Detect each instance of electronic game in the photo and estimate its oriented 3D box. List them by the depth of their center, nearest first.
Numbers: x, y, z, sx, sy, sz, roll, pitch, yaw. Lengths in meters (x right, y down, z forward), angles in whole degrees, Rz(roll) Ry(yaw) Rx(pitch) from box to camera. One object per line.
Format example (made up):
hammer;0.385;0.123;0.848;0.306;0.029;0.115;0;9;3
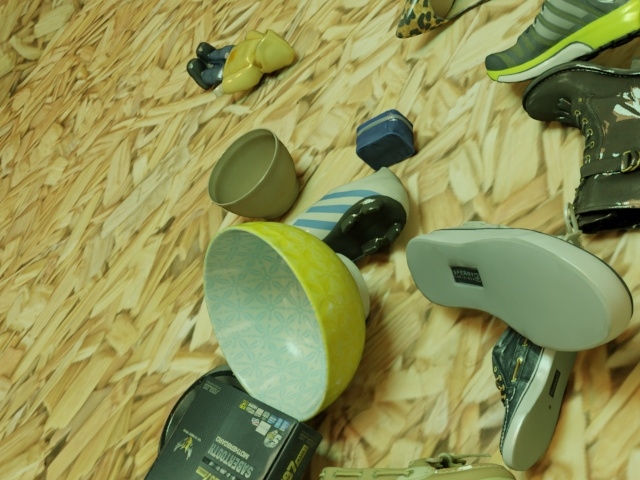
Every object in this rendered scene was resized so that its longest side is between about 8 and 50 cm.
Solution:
electronic game;-0.158;0.292;1.299;0.229;0.048;0.229;-22;47;25

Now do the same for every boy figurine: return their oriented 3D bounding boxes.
boy figurine;-0.170;-0.382;1.834;0.285;0.092;0.177;4;60;50

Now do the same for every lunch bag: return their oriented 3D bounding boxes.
lunch bag;0.103;-0.165;1.398;0.098;0.067;0.065;-23;45;33

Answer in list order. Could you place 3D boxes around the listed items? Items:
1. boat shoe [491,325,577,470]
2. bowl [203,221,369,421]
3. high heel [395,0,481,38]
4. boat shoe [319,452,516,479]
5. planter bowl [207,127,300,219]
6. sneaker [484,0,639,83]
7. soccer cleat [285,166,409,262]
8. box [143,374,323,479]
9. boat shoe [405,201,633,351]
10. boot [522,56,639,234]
boat shoe;0.232;0.178;0.996;0.083;0.065;0.183;2;54;46
bowl;-0.025;0.094;1.215;0.156;0.289;0.289;-22;22;-34
high heel;0.253;-0.420;1.435;0.261;0.093;0.186;-44;35;-2
boat shoe;0.100;0.288;1.000;0.285;0.105;0.089;-21;49;34
planter bowl;-0.105;-0.104;1.522;0.162;0.109;0.162;-26;45;29
sneaker;0.341;-0.304;1.180;0.300;0.111;0.121;-18;91;52
soccer cleat;0.000;0.000;1.350;0.331;0.116;0.143;-29;27;23
box;-0.126;0.301;1.171;0.233;0.059;0.183;13;68;51
boat shoe;0.260;0.031;1.021;0.157;0.135;0.367;-22;11;-21
boot;0.351;-0.116;1.096;0.263;0.091;0.228;-2;63;48
